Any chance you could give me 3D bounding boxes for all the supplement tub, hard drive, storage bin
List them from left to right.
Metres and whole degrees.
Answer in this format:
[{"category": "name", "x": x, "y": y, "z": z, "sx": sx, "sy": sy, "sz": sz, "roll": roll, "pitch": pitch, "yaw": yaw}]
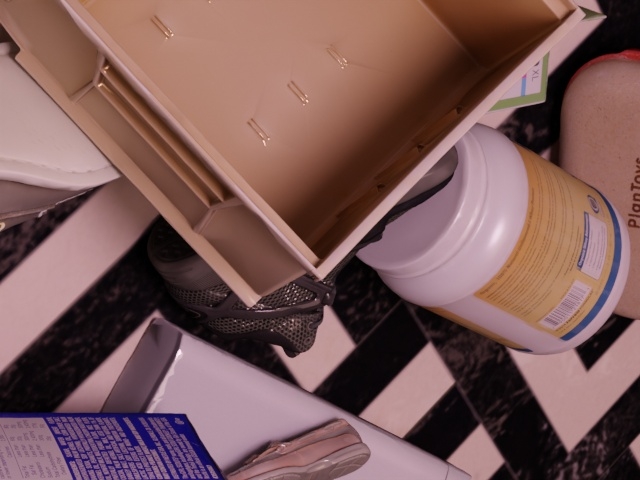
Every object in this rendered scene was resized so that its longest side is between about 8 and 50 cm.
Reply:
[{"category": "hard drive", "x": -0.051, "y": 0.226, "z": 1.504, "sx": 0.353, "sy": 0.047, "sz": 0.233, "roll": 30, "pitch": 88, "yaw": -42}, {"category": "storage bin", "x": -0.024, "y": -0.142, "z": 1.227, "sx": 0.260, "sy": 0.123, "sz": 0.262, "roll": 47, "pitch": 66, "yaw": -5}, {"category": "supplement tub", "x": 0.127, "y": -0.005, "z": 1.482, "sx": 0.200, "sy": 0.144, "sz": 0.144, "roll": 26, "pitch": 91, "yaw": -43}]

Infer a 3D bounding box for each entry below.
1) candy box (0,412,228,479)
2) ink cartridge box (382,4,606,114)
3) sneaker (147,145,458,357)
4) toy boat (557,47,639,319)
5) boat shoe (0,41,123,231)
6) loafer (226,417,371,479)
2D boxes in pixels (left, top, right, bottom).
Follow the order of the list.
[{"category": "candy box", "x": -0.238, "y": 0.254, "z": 1.268, "sx": 0.317, "sy": 0.122, "sz": 0.268, "roll": 2, "pitch": 109, "yaw": -22}, {"category": "ink cartridge box", "x": 0.095, "y": -0.135, "z": 1.426, "sx": 0.209, "sy": 0.109, "sz": 0.062, "roll": -15, "pitch": 117, "yaw": -34}, {"category": "sneaker", "x": 0.000, "y": 0.000, "z": 1.402, "sx": 0.227, "sy": 0.087, "sz": 0.130, "roll": -28, "pitch": 134, "yaw": -4}, {"category": "toy boat", "x": 0.279, "y": -0.053, "z": 1.611, "sx": 0.151, "sy": 0.151, "sz": 0.231, "roll": -39, "pitch": 135, "yaw": -58}, {"category": "boat shoe", "x": -0.229, "y": -0.050, "z": 1.213, "sx": 0.305, "sy": 0.109, "sz": 0.091, "roll": -16, "pitch": 159, "yaw": -47}, {"category": "loafer", "x": -0.023, "y": 0.164, "z": 1.450, "sx": 0.125, "sy": 0.039, "sz": 0.045, "roll": -12, "pitch": 148, "yaw": -33}]
